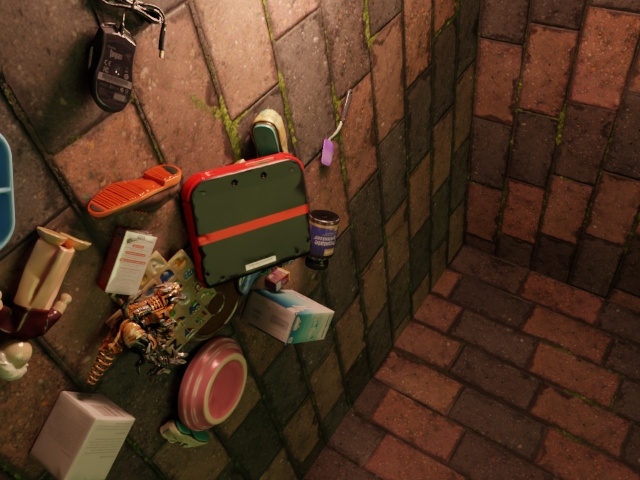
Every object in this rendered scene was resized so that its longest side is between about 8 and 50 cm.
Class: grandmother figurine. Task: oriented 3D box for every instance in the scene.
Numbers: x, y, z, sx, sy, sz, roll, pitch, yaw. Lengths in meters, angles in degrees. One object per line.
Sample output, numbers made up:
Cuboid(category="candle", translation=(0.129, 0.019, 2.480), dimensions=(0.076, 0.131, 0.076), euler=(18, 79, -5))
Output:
Cuboid(category="grandmother figurine", translation=(-0.641, 0.145, 1.274), dimensions=(0.208, 0.104, 0.342), euler=(22, 88, -53))

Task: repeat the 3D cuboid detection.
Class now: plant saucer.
Cuboid(category="plant saucer", translation=(-0.356, 0.501, 1.990), dimensions=(0.332, 0.084, 0.331), euler=(-42, 140, -51))
Cuboid(category="plant saucer", translation=(-0.353, 0.199, 1.863), dimensions=(0.311, 0.050, 0.310), euler=(-38, 141, -40))

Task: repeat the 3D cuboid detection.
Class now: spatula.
Cuboid(category="spatula", translation=(0.065, -0.420, 2.135), dimensions=(0.084, 0.030, 0.296), euler=(17, 96, -63))

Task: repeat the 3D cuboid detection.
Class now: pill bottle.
Cuboid(category="pill bottle", translation=(0.000, 0.000, 2.241), dimensions=(0.123, 0.123, 0.219), euler=(-26, 132, -51))

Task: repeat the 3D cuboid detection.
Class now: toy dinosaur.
Cuboid(category="toy dinosaur", translation=(-0.493, 0.258, 1.565), dimensions=(0.322, 0.164, 0.218), euler=(-33, 122, -7))

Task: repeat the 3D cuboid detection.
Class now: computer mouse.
Cuboid(category="computer mouse", translation=(-0.428, -0.408, 1.270), dimensions=(0.184, 0.060, 0.261), euler=(-3, 102, -55))

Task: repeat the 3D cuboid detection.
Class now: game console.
Cuboid(category="game console", translation=(-0.207, -0.065, 1.720), dimensions=(0.387, 0.060, 0.341), euler=(-19, 117, -27))

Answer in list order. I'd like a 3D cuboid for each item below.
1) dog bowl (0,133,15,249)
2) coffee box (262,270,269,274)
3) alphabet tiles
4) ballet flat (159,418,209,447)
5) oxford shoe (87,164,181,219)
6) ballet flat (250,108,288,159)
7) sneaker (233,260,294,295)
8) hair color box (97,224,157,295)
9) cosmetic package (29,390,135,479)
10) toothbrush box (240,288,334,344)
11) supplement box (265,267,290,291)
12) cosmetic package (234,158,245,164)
Cuboid(category="dog bowl", translation=(-0.662, -0.094, 1.080), dimensions=(0.166, 0.074, 0.297), euler=(-23, 131, -52))
Cuboid(category="coffee box", translation=(-0.198, 0.031, 2.009), dimensions=(0.113, 0.041, 0.184), euler=(5, 106, -60))
Cuboid(category="alphabet tiles", translation=(-0.450, 0.191, 1.665), dimensions=(0.285, 0.011, 0.342), euler=(-47, 140, -19))
Cuboid(category="ballet flat", translation=(-0.474, 0.674, 1.994), dimensions=(0.086, 0.086, 0.248), euler=(-58, 149, -16))
Cuboid(category="oxford shoe", translation=(-0.450, -0.097, 1.426), dimensions=(0.271, 0.097, 0.098), euler=(-34, 144, -45))
Cuboid(category="ballet flat", translation=(-0.146, -0.261, 1.820), dimensions=(0.123, 0.123, 0.348), euler=(-47, 148, -32))
Cuboid(category="sneaker", translation=(-0.158, 0.048, 1.863), dimensions=(0.330, 0.147, 0.130), euler=(-55, -173, -20))
Cuboid(category="hair color box", translation=(-0.497, 0.053, 1.480), dimensions=(0.093, 0.053, 0.167), euler=(16, 98, -49))
Cuboid(category="cosmetic package", translation=(-0.625, 0.517, 1.518), dimensions=(0.183, 0.152, 0.151), euler=(-64, 151, -7))
Cuboid(category="toothbrush box", translation=(-0.118, 0.279, 2.151), dimensions=(0.296, 0.216, 0.126), euler=(8, 105, -62))
Cuboid(category="supplement box", translation=(-0.159, 0.145, 2.147), dimensions=(0.083, 0.055, 0.043), euler=(-38, 141, -40))
Cuboid(category="cosmetic package", translation=(-0.257, -0.183, 1.724), dimensions=(0.060, 0.041, 0.115), euler=(51, 62, -24))
